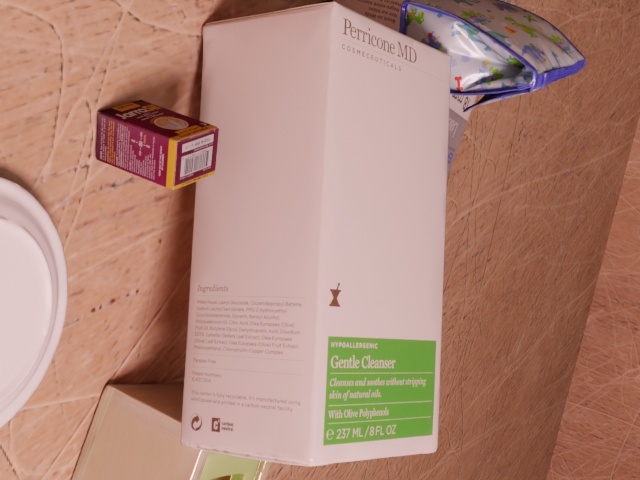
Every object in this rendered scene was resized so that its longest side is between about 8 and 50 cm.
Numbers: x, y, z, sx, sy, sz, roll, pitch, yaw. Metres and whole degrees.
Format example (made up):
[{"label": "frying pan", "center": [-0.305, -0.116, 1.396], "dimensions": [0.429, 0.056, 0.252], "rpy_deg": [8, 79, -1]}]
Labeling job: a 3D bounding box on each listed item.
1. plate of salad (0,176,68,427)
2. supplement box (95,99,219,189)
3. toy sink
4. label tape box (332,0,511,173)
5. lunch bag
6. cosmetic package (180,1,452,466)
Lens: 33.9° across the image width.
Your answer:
[{"label": "plate of salad", "center": [-0.256, 0.051, 0.737], "dimensions": [0.200, 0.048, 0.200], "rpy_deg": [-26, 121, -54]}, {"label": "supplement box", "center": [-0.130, -0.077, 0.838], "dimensions": [0.055, 0.083, 0.043], "rpy_deg": [-30, 134, -52]}, {"label": "toy sink", "center": [-0.151, 0.267, 1.005], "dimensions": [0.152, 0.131, 0.234], "rpy_deg": [16, 95, -64]}, {"label": "label tape box", "center": [0.080, -0.159, 1.158], "dimensions": [0.240, 0.105, 0.334], "rpy_deg": [14, 96, -63]}, {"label": "lunch bag", "center": [0.165, -0.180, 1.016], "dimensions": [0.128, 0.151, 0.096], "rpy_deg": [-27, 131, -51]}, {"label": "cosmetic package", "center": [0.000, 0.000, 0.924], "dimensions": [0.197, 0.155, 0.366], "rpy_deg": [7, 85, -52]}]
